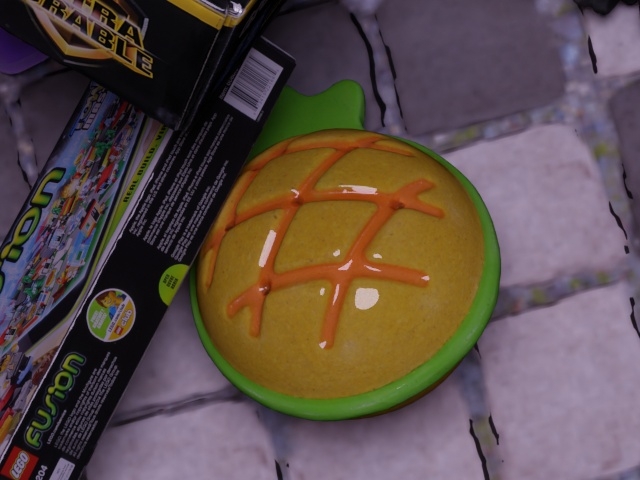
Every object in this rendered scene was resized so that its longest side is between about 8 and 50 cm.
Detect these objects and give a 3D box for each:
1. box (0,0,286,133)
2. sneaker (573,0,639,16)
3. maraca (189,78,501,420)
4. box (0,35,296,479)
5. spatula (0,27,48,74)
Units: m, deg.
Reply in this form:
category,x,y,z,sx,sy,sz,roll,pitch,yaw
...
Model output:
category,x,y,z,sx,sy,sz,roll,pitch,yaw
box,-0.081,-0.223,0.793,0.257,0.079,0.322,33,50,1
sneaker,0.203,-0.151,0.820,0.276,0.097,0.135,10,77,9
maraca,0.000,0.000,0.814,0.127,0.099,0.185,-31,46,-5
box,-0.094,0.006,0.818,0.036,0.114,0.207,32,78,-27
spatula,-0.019,-0.158,0.890,0.296,0.030,0.084,-18,66,3
